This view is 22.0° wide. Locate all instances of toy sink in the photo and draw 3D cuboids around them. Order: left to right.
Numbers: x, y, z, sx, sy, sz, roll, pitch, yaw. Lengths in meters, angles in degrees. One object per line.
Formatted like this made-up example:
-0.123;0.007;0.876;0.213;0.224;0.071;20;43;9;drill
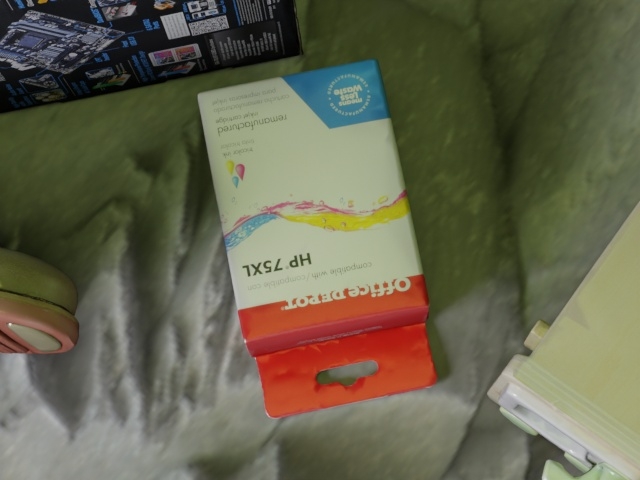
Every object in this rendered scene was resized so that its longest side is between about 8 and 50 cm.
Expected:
0.199;0.093;1.111;0.131;0.153;0.234;35;82;8;toy sink

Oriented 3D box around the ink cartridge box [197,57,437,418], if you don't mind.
0.000;0.000;1.174;0.134;0.078;0.231;-12;78;-1;ink cartridge box

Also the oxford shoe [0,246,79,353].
-0.330;-0.032;1.141;0.397;0.140;0.146;19;73;15;oxford shoe

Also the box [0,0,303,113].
-0.166;-0.168;1.104;0.293;0.295;0.073;-11;78;0;box
